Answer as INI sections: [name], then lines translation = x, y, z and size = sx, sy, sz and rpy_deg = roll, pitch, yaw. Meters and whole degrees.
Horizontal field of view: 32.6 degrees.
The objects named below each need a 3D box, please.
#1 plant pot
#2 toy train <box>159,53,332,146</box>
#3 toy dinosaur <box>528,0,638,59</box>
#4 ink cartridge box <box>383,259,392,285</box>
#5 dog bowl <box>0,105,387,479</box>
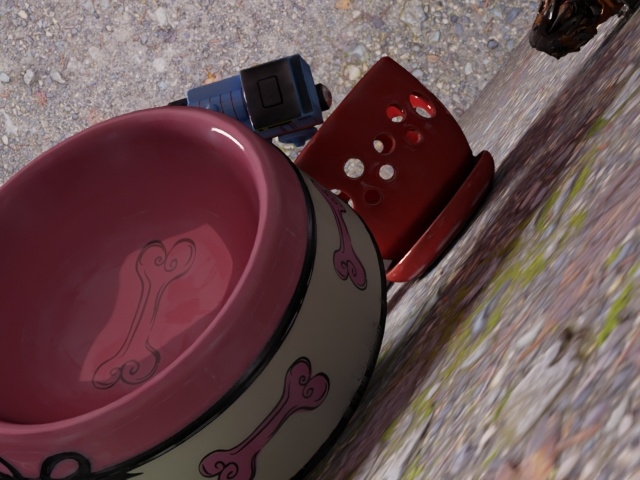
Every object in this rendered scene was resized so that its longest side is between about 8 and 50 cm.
[plant pot]
translation = 0.074, -0.068, 1.132
size = 0.191, 0.174, 0.191
rpy_deg = -53, 0, 0
[toy train]
translation = -0.081, -0.126, 1.092
size = 0.184, 0.080, 0.105
rpy_deg = -14, -9, 9
[toy dinosaur]
translation = 0.291, -0.315, 1.011
size = 0.218, 0.164, 0.321
rpy_deg = -16, -55, -63
[ink cartridge box]
translation = 0.000, 0.000, 1.396
size = 0.046, 0.207, 0.097
rpy_deg = -51, 1, 40
[dog bowl]
translation = -0.158, 0.055, 0.936
size = 0.408, 0.408, 0.150
rpy_deg = -53, -43, -18
